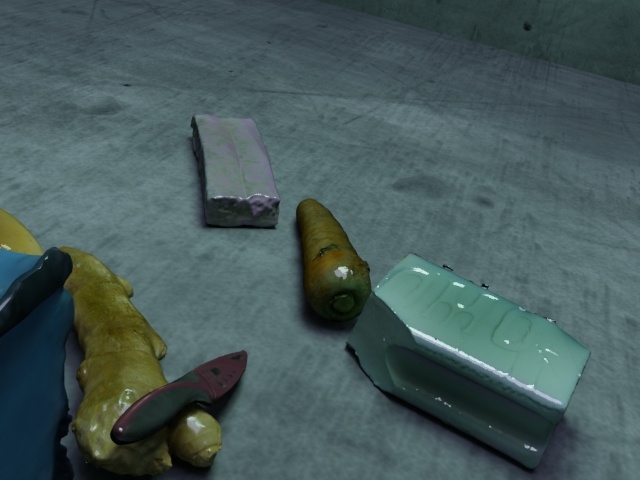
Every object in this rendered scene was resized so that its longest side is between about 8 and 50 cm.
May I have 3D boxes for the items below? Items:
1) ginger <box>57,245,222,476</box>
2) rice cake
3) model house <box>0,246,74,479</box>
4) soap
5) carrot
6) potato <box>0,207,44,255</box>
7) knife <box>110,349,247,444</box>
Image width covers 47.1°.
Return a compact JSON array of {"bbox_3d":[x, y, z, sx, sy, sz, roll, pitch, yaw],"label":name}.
[{"bbox_3d":[-0.190,0.094,0.658,0.118,0.065,0.299,13,25,-41],"label":"ginger"},{"bbox_3d":[-0.126,-0.108,1.063,0.106,0.050,0.298,2,30,-16],"label":"rice cake"},{"bbox_3d":[-0.310,0.101,0.419,0.303,0.237,0.215,17,29,9],"label":"model house"},{"bbox_3d":[0.140,0.107,0.741,0.230,0.091,0.145,25,31,21],"label":"soap"},{"bbox_3d":[0.000,0.000,0.906,0.078,0.078,0.298,5,24,-13],"label":"carrot"},{"bbox_3d":[-0.363,0.020,0.650,0.233,0.146,0.150,16,70,-19],"label":"potato"},{"bbox_3d":[-0.101,0.121,0.601,0.035,0.018,0.247,38,13,10],"label":"knife"}]
